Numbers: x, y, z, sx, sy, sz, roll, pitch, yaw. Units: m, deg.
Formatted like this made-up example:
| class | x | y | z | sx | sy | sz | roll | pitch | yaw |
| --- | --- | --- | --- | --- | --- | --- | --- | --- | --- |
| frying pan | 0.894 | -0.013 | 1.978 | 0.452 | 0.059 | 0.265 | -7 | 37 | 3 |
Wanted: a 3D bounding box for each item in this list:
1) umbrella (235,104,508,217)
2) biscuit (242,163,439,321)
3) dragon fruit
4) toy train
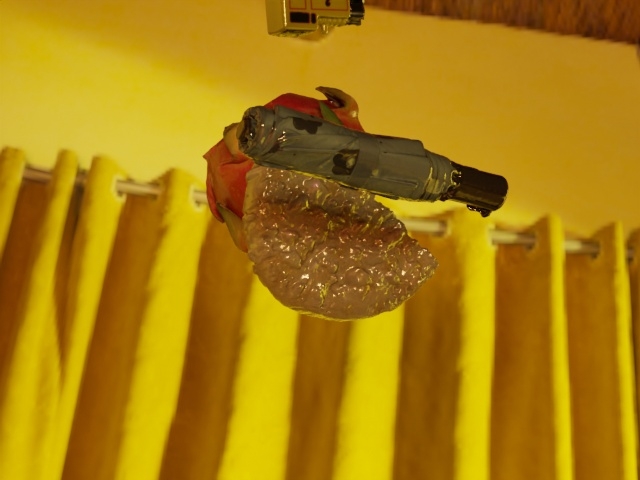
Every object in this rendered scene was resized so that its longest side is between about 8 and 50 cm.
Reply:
| class | x | y | z | sx | sy | sz | roll | pitch | yaw |
| --- | --- | --- | --- | --- | --- | --- | --- | --- | --- |
| umbrella | 0.049 | -0.066 | 0.950 | 0.250 | 0.052 | 0.053 | 12 | -31 | -26 |
| biscuit | 0.000 | 0.000 | 1.415 | 0.281 | 0.179 | 0.084 | 45 | -6 | -25 |
| dragon fruit | -0.060 | -0.130 | 1.833 | 0.291 | 0.290 | 0.189 | -26 | -78 | 43 |
| toy train | -0.007 | -0.368 | 1.735 | 0.219 | 0.127 | 0.089 | -4 | 2 | -28 |
